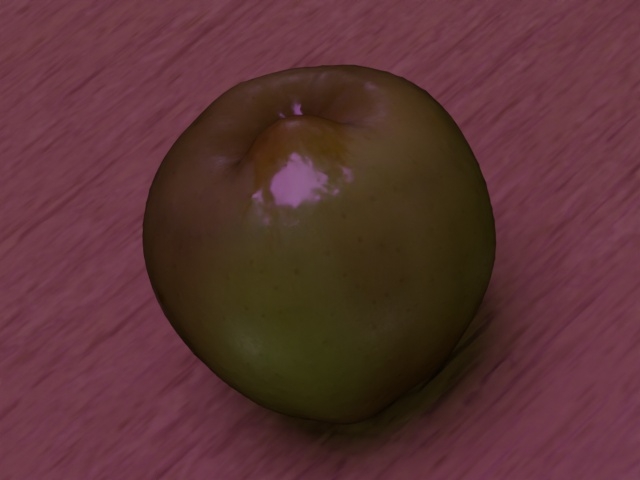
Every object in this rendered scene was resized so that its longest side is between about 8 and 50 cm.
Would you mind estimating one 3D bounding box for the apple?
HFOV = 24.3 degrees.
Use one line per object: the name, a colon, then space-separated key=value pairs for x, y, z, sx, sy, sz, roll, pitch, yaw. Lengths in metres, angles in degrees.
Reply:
apple: x=0.000 y=0.000 z=0.789 sx=0.200 sy=0.200 sz=0.200 roll=-10 pitch=49 yaw=12
